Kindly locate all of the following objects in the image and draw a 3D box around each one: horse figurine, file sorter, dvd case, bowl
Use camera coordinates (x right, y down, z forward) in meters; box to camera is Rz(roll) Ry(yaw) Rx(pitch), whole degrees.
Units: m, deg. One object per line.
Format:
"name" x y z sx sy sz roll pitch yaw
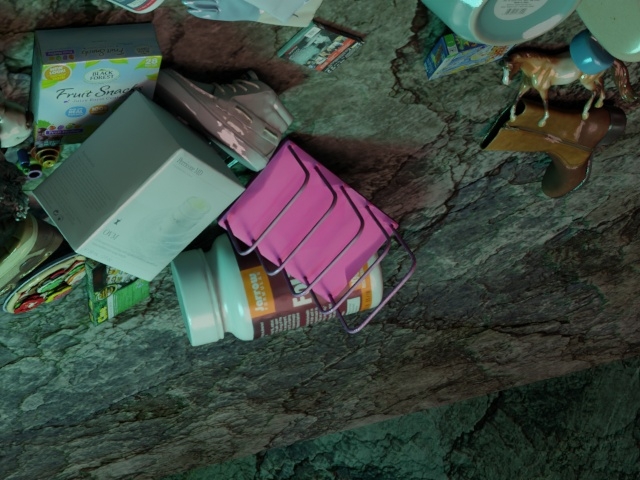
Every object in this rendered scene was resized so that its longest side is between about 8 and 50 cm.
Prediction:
"horse figurine" 0.450 -0.293 2.100 0.263 0.066 0.175 -8 134 -2
"file sorter" 0.000 0.000 2.071 0.290 0.182 0.202 36 101 -28
"dvd case" 0.001 -0.309 1.843 0.119 0.013 0.087 8 144 -46
"bowl" 0.274 -0.400 1.671 0.311 0.163 0.311 -16 156 -7

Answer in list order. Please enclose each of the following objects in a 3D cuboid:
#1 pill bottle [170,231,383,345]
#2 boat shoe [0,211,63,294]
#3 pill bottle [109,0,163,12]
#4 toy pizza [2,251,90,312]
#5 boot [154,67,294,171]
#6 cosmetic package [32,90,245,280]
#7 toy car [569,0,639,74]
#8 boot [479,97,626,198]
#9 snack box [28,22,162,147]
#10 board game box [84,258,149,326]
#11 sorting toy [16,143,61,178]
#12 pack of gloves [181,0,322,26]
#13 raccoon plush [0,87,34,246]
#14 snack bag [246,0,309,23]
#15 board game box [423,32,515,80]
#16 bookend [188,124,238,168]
"pill bottle" -0.091 0.073 2.311 0.392 0.224 0.224 -14 155 -10
"boat shoe" -0.598 0.064 2.075 0.342 0.123 0.123 -38 148 24
"pill bottle" -0.276 -0.361 1.433 0.108 0.108 0.180 -33 152 29
"toy pizza" -0.511 0.086 2.192 0.201 0.032 0.201 -33 171 -6
"boot" -0.154 -0.227 1.837 0.258 0.095 0.123 39 81 -40
"cosmetic package" -0.272 -0.077 1.766 0.224 0.138 0.224 -45 156 6
"toy car" 0.513 -0.414 1.842 0.238 0.210 0.219 -36 -175 -40
"boot" 0.444 -0.178 2.319 0.280 0.096 0.264 -2 151 -31
"snack box" -0.339 -0.228 1.707 0.174 0.070 0.207 -9 152 -21
"board game box" -0.402 0.078 2.291 0.136 0.030 0.260 -33 161 -24
"sorting toy" -0.460 -0.124 1.868 0.061 0.042 0.102 3 148 -38
"pack of gloves" -0.079 -0.392 1.607 0.232 0.046 0.195 -3 141 -37
"raccoon plush" -0.610 -0.097 1.607 0.446 0.216 0.299 -24 149 -7
"snack bag" -0.026 -0.436 1.477 0.323 0.037 0.342 -40 156 21
"board game box" 0.251 -0.316 1.887 0.136 0.035 0.201 -17 178 -3
"bookend" -0.225 -0.155 1.931 0.157 0.072 0.156 -34 151 29
